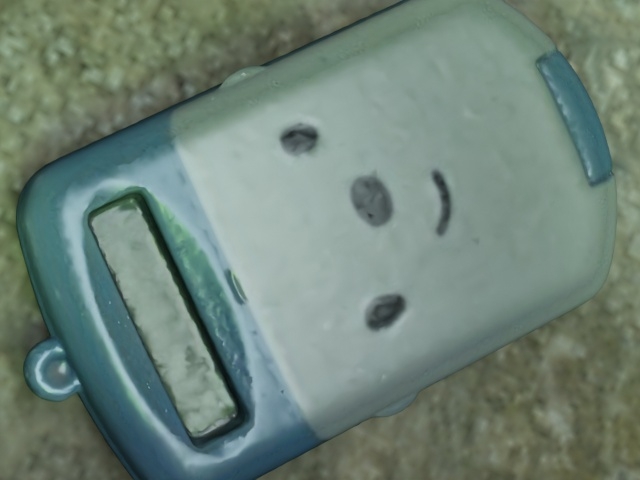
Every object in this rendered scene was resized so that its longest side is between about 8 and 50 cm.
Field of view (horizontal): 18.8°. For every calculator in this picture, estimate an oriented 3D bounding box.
[{"bbox_3d":[0.000,0.000,0.623,0.210,0.039,0.121,-26,93,-18],"label":"calculator"}]
